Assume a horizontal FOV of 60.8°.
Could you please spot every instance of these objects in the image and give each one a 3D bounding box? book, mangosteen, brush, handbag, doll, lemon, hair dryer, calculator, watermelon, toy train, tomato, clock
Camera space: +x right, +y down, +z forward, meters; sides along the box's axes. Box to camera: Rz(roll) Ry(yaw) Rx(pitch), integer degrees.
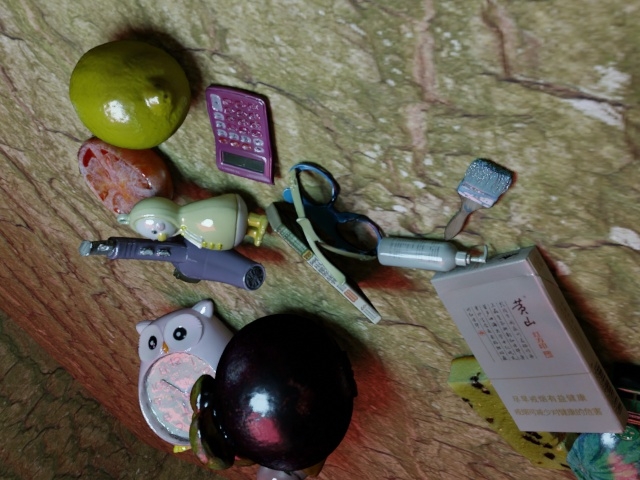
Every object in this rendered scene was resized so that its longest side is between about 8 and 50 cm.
[{"bbox_3d":[0.000,0.040,1.062,0.264,0.027,0.202,44,-176,-16],"label":"book"},{"bbox_3d":[-0.130,0.373,1.319,0.435,0.382,0.382,-15,134,0],"label":"mangosteen"},{"bbox_3d":[0.241,-0.055,0.885,0.070,0.021,0.196,27,146,5],"label":"brush"},{"bbox_3d":[-0.356,0.085,1.461,0.111,0.047,0.072,-12,131,44],"label":"handbag"},{"bbox_3d":[-0.257,-0.033,1.113,0.296,0.117,0.141,-4,161,-15],"label":"doll"},{"bbox_3d":[-0.328,-0.249,0.934,0.248,0.184,0.184,20,144,34],"label":"lemon"},{"bbox_3d":[-0.326,0.037,1.155,0.301,0.121,0.361,18,-172,41],"label":"hair dryer"},{"bbox_3d":[-0.141,-0.189,0.994,0.126,0.034,0.190,18,137,19],"label":"calculator"},{"bbox_3d":[0.594,0.418,1.078,0.231,0.128,0.146,-28,110,22],"label":"watermelon"},{"bbox_3d":[0.597,0.294,0.979,0.227,0.091,0.136,5,126,32],"label":"toy train"},{"bbox_3d":[-0.411,-0.139,1.198,0.236,0.095,0.237,22,141,19],"label":"tomato"},{"bbox_3d":[-0.364,0.381,1.601,0.368,0.250,0.377,-19,87,14],"label":"clock"}]

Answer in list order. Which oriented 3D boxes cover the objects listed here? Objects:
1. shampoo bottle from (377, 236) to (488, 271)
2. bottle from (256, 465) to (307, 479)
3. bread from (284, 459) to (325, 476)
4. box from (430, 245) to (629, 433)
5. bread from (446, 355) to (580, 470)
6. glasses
[{"bbox_3d":[0.200,0.027,0.978,0.195,0.056,0.056,6,137,32],"label":"shampoo bottle"},{"bbox_3d":[-0.070,0.662,1.725,0.206,0.297,0.173,13,139,25],"label":"bottle"},{"bbox_3d":[-0.060,0.528,1.581,0.225,0.279,0.250,5,149,9],"label":"bread"},{"bbox_3d":[0.371,0.191,0.983,0.204,0.051,0.365,-20,106,48],"label":"box"},{"bbox_3d":[0.442,0.390,1.212,0.361,0.077,0.138,45,142,-18],"label":"bread"},{"bbox_3d":[0.028,-0.024,0.974,0.102,0.207,0.239,-40,111,11],"label":"glasses"}]
